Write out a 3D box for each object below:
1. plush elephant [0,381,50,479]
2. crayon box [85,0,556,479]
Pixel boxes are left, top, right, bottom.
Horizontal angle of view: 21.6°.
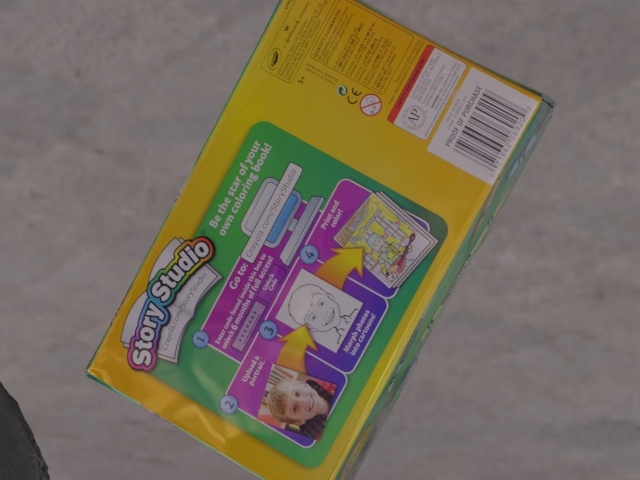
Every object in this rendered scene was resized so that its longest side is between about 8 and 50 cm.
[{"bbox_3d":[-0.203,0.244,0.555,0.255,0.272,0.330,-26,-170,20],"label":"plush elephant"},{"bbox_3d":[0.000,0.000,1.002,0.165,0.278,0.081,30,-174,12],"label":"crayon box"}]
